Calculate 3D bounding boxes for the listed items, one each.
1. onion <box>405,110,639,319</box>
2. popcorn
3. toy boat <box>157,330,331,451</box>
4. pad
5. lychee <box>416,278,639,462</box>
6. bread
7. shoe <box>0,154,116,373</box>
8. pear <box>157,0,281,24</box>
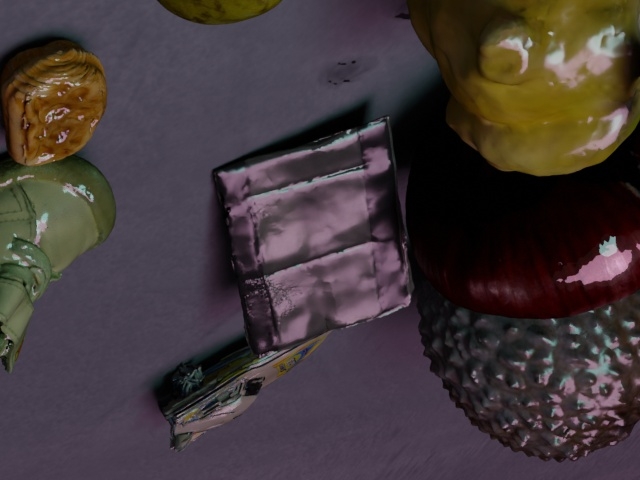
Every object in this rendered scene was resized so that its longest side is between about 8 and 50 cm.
[{"bbox_3d":[0.200,-0.066,1.476,0.273,0.273,0.285,-30,130,-9],"label":"onion"},{"bbox_3d":[0.183,-0.197,1.257,0.297,0.281,0.316,-71,162,2],"label":"popcorn"},{"bbox_3d":[-0.078,0.140,1.682,0.210,0.066,0.084,-30,153,-10],"label":"toy boat"},{"bbox_3d":[0.000,0.000,1.506,0.174,0.022,0.233,-18,131,-11],"label":"pad"},{"bbox_3d":[0.242,0.087,1.736,0.300,0.300,0.300,-26,151,-16],"label":"lychee"},{"bbox_3d":[-0.197,-0.101,1.198,0.083,0.044,0.111,-27,153,-23],"label":"bread"},{"bbox_3d":[-0.273,0.036,1.267,0.262,0.128,0.140,-23,164,-16],"label":"shoe"},{"bbox_3d":[-0.068,-0.199,1.119,0.107,0.107,0.131,-47,160,21],"label":"pear"}]
